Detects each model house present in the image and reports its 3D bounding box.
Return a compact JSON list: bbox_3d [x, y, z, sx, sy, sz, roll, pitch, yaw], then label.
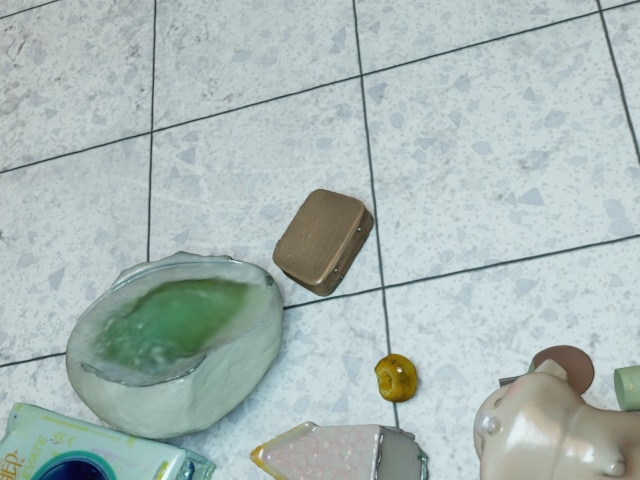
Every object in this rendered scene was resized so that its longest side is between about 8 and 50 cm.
[{"bbox_3d":[0.026,0.424,1.512,0.237,0.202,0.237,-4,69,27],"label":"model house"}]

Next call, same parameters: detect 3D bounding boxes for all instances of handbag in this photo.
[{"bbox_3d":[0.000,0.000,1.807,0.151,0.072,0.193,22,76,29],"label":"handbag"}]

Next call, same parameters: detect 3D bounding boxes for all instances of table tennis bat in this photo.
[{"bbox_3d":[0.379,0.227,1.573,0.158,0.014,0.095,-14,62,12],"label":"table tennis bat"}]

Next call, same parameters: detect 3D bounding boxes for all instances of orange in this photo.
[{"bbox_3d":[0.137,0.239,1.633,0.086,0.062,0.086,10,104,48],"label":"orange"}]

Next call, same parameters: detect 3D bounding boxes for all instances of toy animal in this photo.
[{"bbox_3d":[0.386,0.317,1.399,0.326,0.269,0.237,19,88,-13],"label":"toy animal"}]

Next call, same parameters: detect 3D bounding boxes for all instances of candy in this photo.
[{"bbox_3d":[-0.281,0.193,1.743,0.426,0.186,0.386,11,49,32],"label":"candy"}]

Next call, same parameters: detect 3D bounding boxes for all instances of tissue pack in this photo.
[{"bbox_3d":[-0.424,0.474,1.680,0.388,0.162,0.287,9,65,25],"label":"tissue pack"}]

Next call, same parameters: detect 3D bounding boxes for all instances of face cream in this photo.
[{"bbox_3d":[0.584,0.225,1.475,0.224,0.070,0.114,-8,64,4],"label":"face cream"}]
